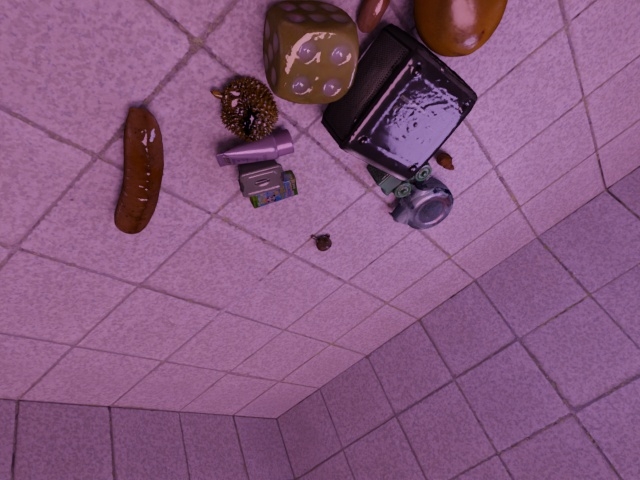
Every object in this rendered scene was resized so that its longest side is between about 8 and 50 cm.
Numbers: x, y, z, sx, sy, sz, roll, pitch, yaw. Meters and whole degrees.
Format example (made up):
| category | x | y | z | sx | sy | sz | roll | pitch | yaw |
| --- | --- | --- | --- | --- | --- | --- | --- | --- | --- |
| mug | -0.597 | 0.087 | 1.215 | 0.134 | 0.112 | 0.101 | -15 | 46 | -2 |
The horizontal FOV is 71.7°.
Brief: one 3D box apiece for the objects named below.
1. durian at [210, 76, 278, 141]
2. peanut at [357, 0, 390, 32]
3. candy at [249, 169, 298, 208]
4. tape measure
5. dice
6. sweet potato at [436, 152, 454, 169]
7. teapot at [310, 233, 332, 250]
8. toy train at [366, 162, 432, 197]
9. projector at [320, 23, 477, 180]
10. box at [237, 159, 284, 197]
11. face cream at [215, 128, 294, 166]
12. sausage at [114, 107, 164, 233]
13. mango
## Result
| category | x | y | z | sx | sy | sz | roll | pitch | yaw |
| --- | --- | --- | --- | --- | --- | --- | --- | --- | --- |
| durian | -0.238 | -0.418 | 1.442 | 0.238 | 0.137 | 0.193 | 11 | 130 | -37 |
| peanut | 0.164 | -0.718 | 1.373 | 0.076 | 0.076 | 0.152 | 0 | 141 | -30 |
| candy | -0.193 | -0.206 | 1.779 | 0.195 | 0.062 | 0.097 | -19 | 141 | -10 |
| tape measure | 0.498 | -0.182 | 2.139 | 0.275 | 0.147 | 0.256 | 10 | 128 | -33 |
| dice | -0.034 | -0.560 | 1.323 | 0.239 | 0.226 | 0.233 | -10 | 138 | -18 |
| sweet potato | 0.579 | -0.367 | 2.041 | 0.068 | 0.068 | 0.226 | -43 | 158 | 20 |
| teapot | 0.000 | 0.000 | 2.150 | 0.110 | 0.084 | 0.080 | 28 | 147 | -15 |
| toy train | 0.351 | -0.308 | 1.905 | 0.266 | 0.145 | 0.202 | -41 | 137 | 18 |
| projector | 0.276 | -0.458 | 1.541 | 0.395 | 0.242 | 0.405 | 18 | 122 | -40 |
| box | -0.232 | -0.249 | 1.680 | 0.172 | 0.092 | 0.123 | -16 | 141 | -14 |
| face cream | -0.236 | -0.322 | 1.586 | 0.274 | 0.096 | 0.154 | -18 | 180 | -7 |
| sausage | -0.604 | -0.212 | 1.490 | 0.136 | 0.123 | 0.500 | 21 | 128 | -8 |
| mango | 0.424 | -0.783 | 1.327 | 0.300 | 0.232 | 0.445 | -18 | 130 | -7 |
